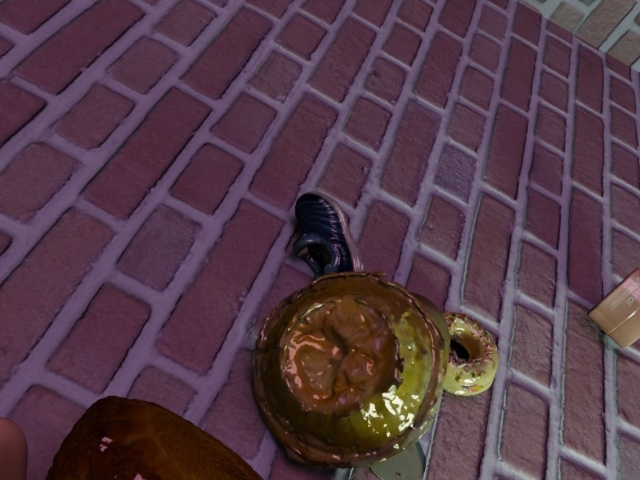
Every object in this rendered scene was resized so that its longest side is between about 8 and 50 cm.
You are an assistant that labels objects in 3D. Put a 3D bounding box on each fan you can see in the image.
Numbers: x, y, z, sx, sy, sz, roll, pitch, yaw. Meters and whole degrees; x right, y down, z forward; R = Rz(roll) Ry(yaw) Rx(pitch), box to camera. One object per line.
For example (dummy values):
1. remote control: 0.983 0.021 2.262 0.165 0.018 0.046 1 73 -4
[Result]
1. fan: 0.122 0.366 1.156 0.113 0.005 0.175 12 47 -21

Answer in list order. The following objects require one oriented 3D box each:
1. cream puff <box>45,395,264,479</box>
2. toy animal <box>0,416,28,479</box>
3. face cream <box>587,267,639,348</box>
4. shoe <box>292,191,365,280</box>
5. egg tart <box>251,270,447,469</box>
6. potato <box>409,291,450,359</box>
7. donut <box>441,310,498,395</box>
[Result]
1. cream puff: -0.184 0.329 0.835 0.303 0.303 0.212 36 88 4
2. toy animal: -0.419 0.326 0.753 0.269 0.237 0.326 36 44 -14
3. face cream: 0.659 0.144 1.555 0.149 0.149 0.104 -27 68 -42
4. shoe: 0.000 0.000 1.349 0.106 0.091 0.207 -2 57 -38
5. egg tart: 0.034 0.184 1.086 0.314 0.120 0.315 -4 70 11
6. potato: 0.116 0.182 1.213 0.177 0.160 0.235 5 51 31
7. donut: 0.252 0.200 1.333 0.174 0.068 0.175 16 47 -18
